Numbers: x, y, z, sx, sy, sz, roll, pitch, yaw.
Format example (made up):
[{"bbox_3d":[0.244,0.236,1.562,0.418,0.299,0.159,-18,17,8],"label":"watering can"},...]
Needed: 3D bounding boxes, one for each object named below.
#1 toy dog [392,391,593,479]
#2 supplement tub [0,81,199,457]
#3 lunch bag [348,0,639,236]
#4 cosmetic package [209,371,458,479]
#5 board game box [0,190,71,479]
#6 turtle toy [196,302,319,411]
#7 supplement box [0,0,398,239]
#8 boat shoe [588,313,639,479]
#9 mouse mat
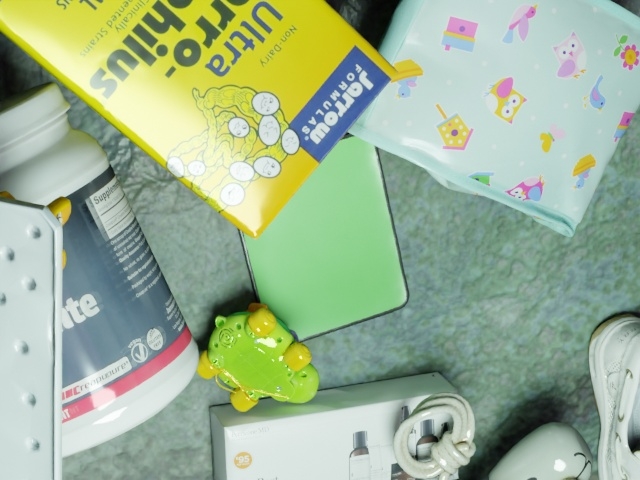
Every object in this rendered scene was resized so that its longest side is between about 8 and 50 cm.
[{"bbox_3d":[0.130,0.326,1.748,0.220,0.161,0.334,18,115,-31],"label":"toy dog"},{"bbox_3d":[-0.234,0.027,1.489,0.191,0.191,0.272,-27,102,-10],"label":"supplement tub"},{"bbox_3d":[0.156,-0.153,1.655,0.262,0.160,0.223,22,97,-35],"label":"lunch bag"},{"bbox_3d":[0.015,0.199,1.767,0.239,0.060,0.099,-8,106,-17],"label":"cosmetic package"},{"bbox_3d":[-0.372,0.114,1.441,0.389,0.050,0.390,11,115,18],"label":"board game box"},{"bbox_3d":[-0.053,0.112,1.714,0.095,0.066,0.130,-38,112,20],"label":"turtle toy"},{"bbox_3d":[-0.145,-0.198,1.528,0.356,0.195,0.194,40,90,-24],"label":"supplement box"},{"bbox_3d":[0.343,0.216,1.863,0.098,0.096,0.277,-22,111,-12],"label":"boat shoe"},{"bbox_3d":[0.000,0.000,1.736,0.152,0.007,0.190,-18,109,-13],"label":"mouse mat"}]
